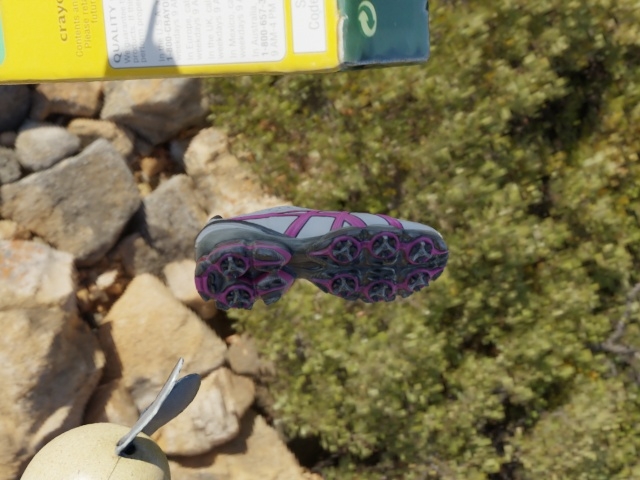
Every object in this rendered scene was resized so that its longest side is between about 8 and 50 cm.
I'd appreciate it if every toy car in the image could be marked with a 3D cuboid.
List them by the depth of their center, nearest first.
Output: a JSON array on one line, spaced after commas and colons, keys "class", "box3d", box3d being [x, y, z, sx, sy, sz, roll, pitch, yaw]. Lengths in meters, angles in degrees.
[{"class": "toy car", "box3d": [-0.102, 0.153, 0.504, 0.148, 0.155, 0.188, 24, 76, 1]}]

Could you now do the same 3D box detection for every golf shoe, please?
[{"class": "golf shoe", "box3d": [0.000, 0.000, 0.725, 0.186, 0.068, 0.086, -1, 37, -5]}]

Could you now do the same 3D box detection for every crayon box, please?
[{"class": "crayon box", "box3d": [-0.109, -0.180, 0.475, 0.083, 0.322, 0.203, -19, 110, -55]}]
